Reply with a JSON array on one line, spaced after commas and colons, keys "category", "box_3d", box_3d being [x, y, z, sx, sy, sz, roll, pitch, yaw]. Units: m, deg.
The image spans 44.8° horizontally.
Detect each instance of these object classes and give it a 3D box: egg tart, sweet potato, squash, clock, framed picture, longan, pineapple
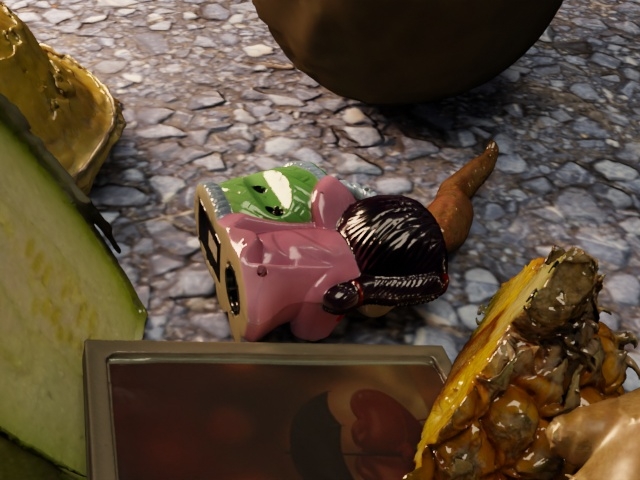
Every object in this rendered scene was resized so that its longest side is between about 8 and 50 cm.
[{"category": "egg tart", "box_3d": [-0.418, -0.143, 0.763, 0.443, 0.178, 0.443, 4, 37, -3]}, {"category": "sweet potato", "box_3d": [0.145, -0.044, 0.804, 0.050, 0.050, 0.214, 18, 36, 16]}, {"category": "squash", "box_3d": [-0.239, -0.008, 0.504, 0.210, 0.309, 0.233, 4, 38, -1]}, {"category": "clock", "box_3d": [0.000, 0.000, 0.691, 0.195, 0.100, 0.194, -8, 39, -18]}, {"category": "framed picture", "box_3d": [-0.006, 0.147, 0.519, 0.290, 0.020, 0.211, 4, 35, -22]}, {"category": "longan", "box_3d": [0.115, -0.376, 0.939, 0.404, 0.404, 0.436, 27, 41, 25]}, {"category": "pineapple", "box_3d": [0.184, 0.083, 0.555, 0.140, 0.164, 0.250, 35, 31, 8]}]

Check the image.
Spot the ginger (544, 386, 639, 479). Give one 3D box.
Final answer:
[{"category": "ginger", "box_3d": [0.144, 0.201, 0.413, 0.363, 0.122, 0.348, 2, 52, 7]}]
